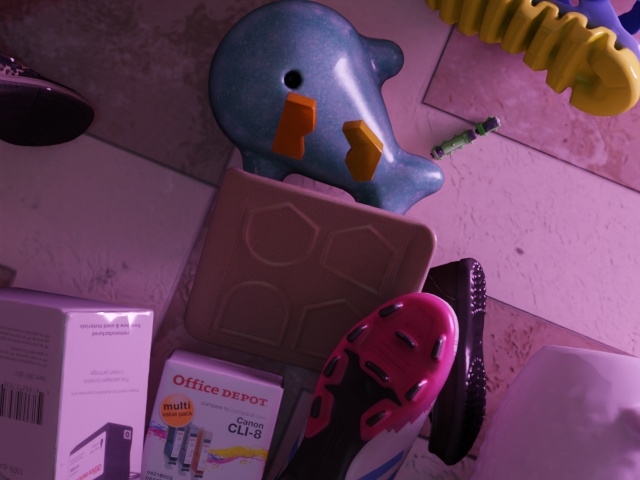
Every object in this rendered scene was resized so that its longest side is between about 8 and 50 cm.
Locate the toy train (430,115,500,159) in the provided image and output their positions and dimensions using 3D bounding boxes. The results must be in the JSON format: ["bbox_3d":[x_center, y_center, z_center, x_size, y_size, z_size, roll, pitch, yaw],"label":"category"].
[{"bbox_3d":[0.155,-0.109,1.898,0.083,0.024,0.017,-28,93,-1],"label":"toy train"}]

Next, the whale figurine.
[{"bbox_3d":[0.006,-0.125,1.834,0.216,0.141,0.272,-42,91,0],"label":"whale figurine"}]

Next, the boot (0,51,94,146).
[{"bbox_3d":[-0.353,-0.196,1.841,0.085,0.236,0.178,-47,51,29],"label":"boot"}]

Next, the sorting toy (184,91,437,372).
[{"bbox_3d":[0.000,0.000,1.835,0.229,0.041,0.307,17,120,-1],"label":"sorting toy"}]

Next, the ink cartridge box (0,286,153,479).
[{"bbox_3d":[-0.297,0.209,1.796,0.223,0.129,0.307,7,93,40],"label":"ink cartridge box"}]

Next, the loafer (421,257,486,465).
[{"bbox_3d":[0.131,0.128,1.889,0.078,0.080,0.220,1,82,21],"label":"loafer"}]

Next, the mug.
[{"bbox_3d":[0.286,0.277,1.745,0.276,0.374,0.328,10,85,-7],"label":"mug"}]

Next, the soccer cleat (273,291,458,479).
[{"bbox_3d":[0.041,0.200,1.853,0.116,0.143,0.331,34,94,22],"label":"soccer cleat"}]

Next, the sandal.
[{"bbox_3d":[0.221,-0.265,1.861,0.317,0.126,0.138,39,58,3],"label":"sandal"}]

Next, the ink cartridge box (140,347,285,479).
[{"bbox_3d":[-0.118,0.213,1.852,0.128,0.127,0.176,14,91,-1],"label":"ink cartridge box"}]
